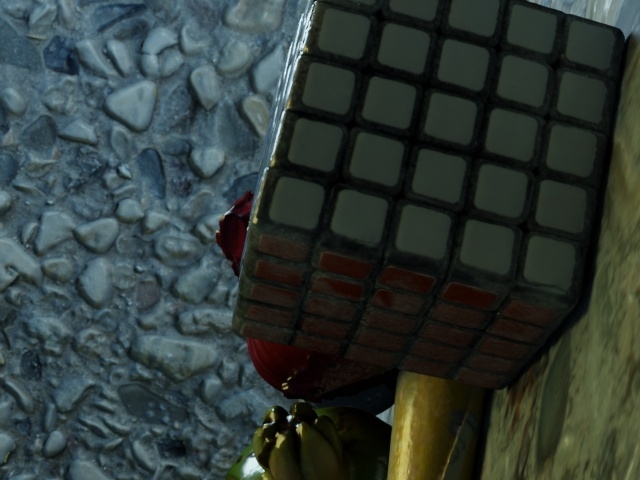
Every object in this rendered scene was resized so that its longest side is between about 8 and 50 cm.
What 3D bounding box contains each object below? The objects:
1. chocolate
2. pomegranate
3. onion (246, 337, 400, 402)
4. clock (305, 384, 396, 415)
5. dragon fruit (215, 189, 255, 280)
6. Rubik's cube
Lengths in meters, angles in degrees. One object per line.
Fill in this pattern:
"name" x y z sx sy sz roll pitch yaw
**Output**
"chocolate" 0.090 0.213 1.247 0.086 0.085 0.219 110 170 -65
"pomegranate" 0.009 0.221 1.405 0.159 0.241 0.190 -42 23 -15
"onion" 0.040 0.060 1.355 0.248 0.161 0.248 -37 -18 -14
"clock" 0.047 0.109 1.780 0.146 0.199 0.243 58 144 33
"dragon fruit" 0.000 0.000 2.347 0.240 0.330 0.302 -20 51 61
"Rubik's cube" 0.072 -0.045 1.136 0.237 0.238 0.237 115 168 -68
